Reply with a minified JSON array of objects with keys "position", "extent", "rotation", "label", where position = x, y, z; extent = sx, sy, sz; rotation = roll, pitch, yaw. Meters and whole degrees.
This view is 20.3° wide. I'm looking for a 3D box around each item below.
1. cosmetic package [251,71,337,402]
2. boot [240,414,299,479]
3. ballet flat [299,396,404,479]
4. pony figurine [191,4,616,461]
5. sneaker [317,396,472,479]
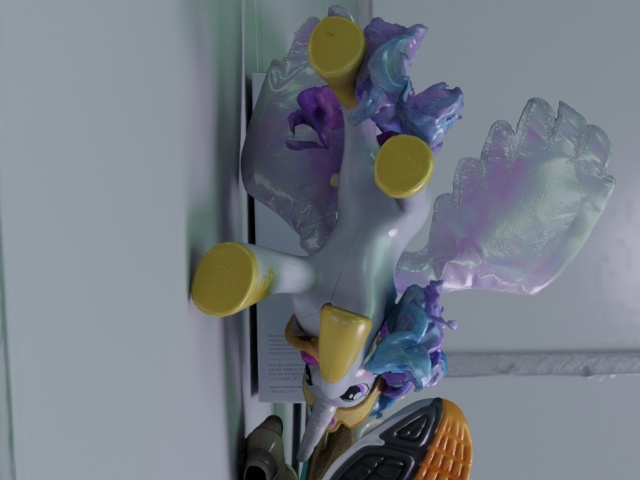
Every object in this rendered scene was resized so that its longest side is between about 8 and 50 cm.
[{"position":[0.000,0.000,1.685],"extent":[0.377,0.097,0.284],"rotation":[22,68,-86],"label":"cosmetic package"},{"position":[-0.045,0.199,1.429],"extent":[0.087,0.042,0.118],"rotation":[-69,157,-62],"label":"boot"},{"position":[0.036,0.194,1.934],"extent":[0.116,0.124,0.342],"rotation":[83,7,-56],"label":"ballet flat"},{"position":[0.040,-0.021,1.351],"extent":[0.363,0.302,0.351],"rotation":[69,44,-70],"label":"pony figurine"},{"position":[0.022,0.209,1.407],"extent":[0.262,0.099,0.121],"rotation":[-52,-163,21],"label":"sneaker"}]
